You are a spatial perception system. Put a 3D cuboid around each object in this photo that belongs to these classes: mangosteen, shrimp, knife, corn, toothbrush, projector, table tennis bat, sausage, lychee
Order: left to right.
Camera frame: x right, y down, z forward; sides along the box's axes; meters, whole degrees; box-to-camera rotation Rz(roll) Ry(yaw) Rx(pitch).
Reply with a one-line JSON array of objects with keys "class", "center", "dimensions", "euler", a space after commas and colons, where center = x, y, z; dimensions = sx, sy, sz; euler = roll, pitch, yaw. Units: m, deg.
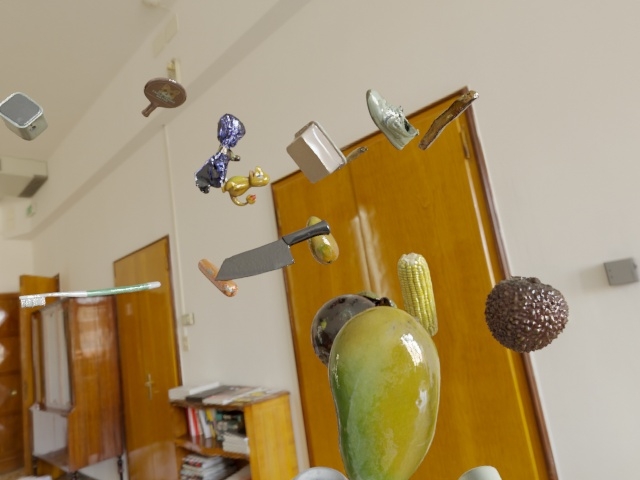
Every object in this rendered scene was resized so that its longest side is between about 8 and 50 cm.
[{"class": "projector", "center": [-0.796, -0.331, 1.113], "dimensions": [0.083, 0.083, 0.082], "euler": [38, -24, -12]}, {"class": "toothbrush", "center": [-0.453, 0.106, 0.841], "dimensions": [0.257, 0.024, 0.018], "euler": [-5, -5, -43]}, {"class": "table tennis bat", "center": [-0.443, -0.433, 1.154], "dimensions": [0.169, 0.119, 0.107], "euler": [-23, -29, 35]}, {"class": "sausage", "center": [-0.365, 0.125, 1.448], "dimensions": [0.053, 0.053, 0.347], "euler": [-3, 15, -32]}, {"class": "knife", "center": [-0.084, 0.025, 0.756], "dimensions": [0.230, 0.060, 0.028], "euler": [-21, -18, -11]}, {"class": "mangosteen", "center": [0.111, 0.296, 1.319], "dimensions": [0.287, 0.288, 0.288], "euler": [-9, -10, -1]}, {"class": "shrimp", "center": [0.114, -0.278, 1.305], "dimensions": [0.108, 0.023, 0.059], "euler": [-25, 26, 51]}, {"class": "corn", "center": [0.253, 0.144, 1.078], "dimensions": [0.081, 0.249, 0.081], "euler": [-13, 27, 7]}, {"class": "lychee", "center": [0.469, 0.171, 0.958], "dimensions": [0.187, 0.188, 0.188], "euler": [-9, -10, -1]}]

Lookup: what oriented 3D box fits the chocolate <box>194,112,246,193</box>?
[{"class": "chocolate", "center": [-0.402, -0.344, 1.687], "dimensions": [0.148, 0.344, 0.126], "euler": [22, -18, -17]}]

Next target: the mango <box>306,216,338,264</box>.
[{"class": "mango", "center": [0.001, 0.003, 1.371], "dimensions": [0.089, 0.163, 0.111], "euler": [-27, 16, 7]}]

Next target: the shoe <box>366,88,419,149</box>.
[{"class": "shoe", "center": [0.261, -0.454, 1.527], "dimensions": [0.098, 0.103, 0.274], "euler": [-27, -45, 30]}]

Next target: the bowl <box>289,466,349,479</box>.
[{"class": "bowl", "center": [-0.001, 0.667, 1.008], "dimensions": [0.345, 0.157, 0.345], "euler": [0, 7, 0]}]

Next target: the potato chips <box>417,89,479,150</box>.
[{"class": "potato chips", "center": [0.222, -0.212, 0.765], "dimensions": [0.037, 0.026, 0.204], "euler": [-32, -6, -15]}]

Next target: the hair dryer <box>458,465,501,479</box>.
[{"class": "hair dryer", "center": [0.389, 0.828, 1.198], "dimensions": [0.361, 0.203, 0.128], "euler": [-29, -56, 9]}]

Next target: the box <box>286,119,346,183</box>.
[{"class": "box", "center": [-0.013, -0.191, 0.919], "dimensions": [0.089, 0.122, 0.062], "euler": [-21, 24, 51]}]

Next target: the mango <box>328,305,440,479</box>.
[{"class": "mango", "center": [0.089, 0.219, 0.579], "dimensions": [0.156, 0.251, 0.114], "euler": [0, -14, -1]}]

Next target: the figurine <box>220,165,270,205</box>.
[{"class": "figurine", "center": [-0.262, -0.191, 1.505], "dimensions": [0.176, 0.122, 0.121], "euler": [-19, 19, 11]}]
